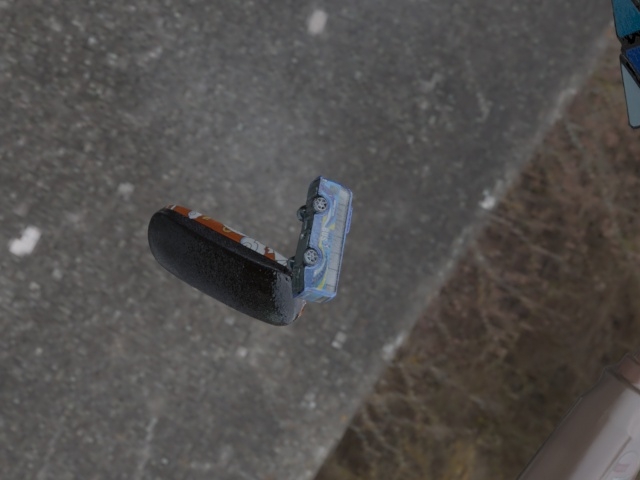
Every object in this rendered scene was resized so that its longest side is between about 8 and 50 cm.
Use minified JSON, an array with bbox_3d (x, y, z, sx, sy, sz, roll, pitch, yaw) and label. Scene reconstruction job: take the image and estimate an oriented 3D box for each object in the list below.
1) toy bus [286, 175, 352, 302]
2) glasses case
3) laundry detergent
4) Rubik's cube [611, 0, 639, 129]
[{"bbox_3d":[0.000,0.000,1.698,0.061,0.051,0.153,18,68,-19],"label":"toy bus"},{"bbox_3d":[-0.135,0.035,1.972,0.067,0.267,0.103,-41,149,-43],"label":"glasses case"},{"bbox_3d":[0.260,0.193,1.279,0.237,0.076,0.171,-57,153,10],"label":"laundry detergent"},{"bbox_3d":[0.339,-0.204,1.188,0.284,0.234,0.250,-35,118,21],"label":"Rubik's cube"}]
